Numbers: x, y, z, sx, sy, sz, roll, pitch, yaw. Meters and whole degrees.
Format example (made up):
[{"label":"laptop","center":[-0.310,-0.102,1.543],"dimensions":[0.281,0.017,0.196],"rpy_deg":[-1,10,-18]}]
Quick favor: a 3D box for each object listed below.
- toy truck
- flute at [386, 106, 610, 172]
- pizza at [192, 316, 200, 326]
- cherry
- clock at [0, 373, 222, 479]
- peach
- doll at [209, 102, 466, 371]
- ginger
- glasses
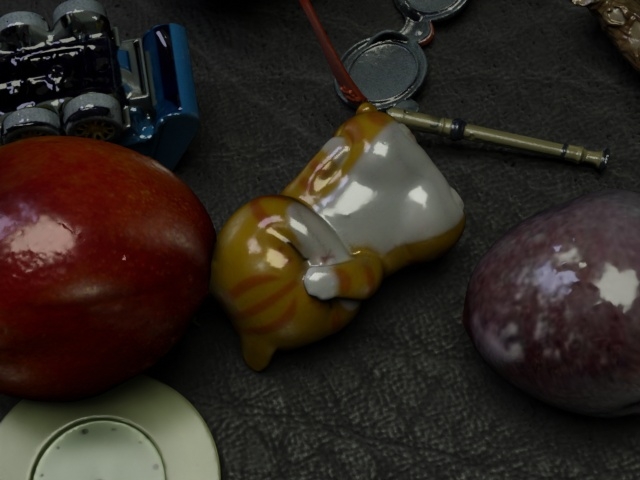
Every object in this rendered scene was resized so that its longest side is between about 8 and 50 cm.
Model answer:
[{"label":"toy truck","center":[-0.307,-0.127,1.464],"dimensions":[0.367,0.175,0.146],"rpy_deg":[-9,63,-1]},{"label":"flute","center":[0.181,-0.105,1.482],"dimensions":[0.233,0.027,0.027],"rpy_deg":[11,66,1]},{"label":"pizza","center":[-0.183,0.058,1.448],"dimensions":[0.100,0.029,0.099],"rpy_deg":[-19,64,-5]},{"label":"cherry","center":[0.260,0.057,1.335],"dimensions":[0.266,0.183,0.213],"rpy_deg":[-13,55,15]},{"label":"clock","center":[-0.210,0.235,1.371],"dimensions":[0.235,0.029,0.235],"rpy_deg":[-1,66,2]},{"label":"peach","center":[-0.235,0.022,1.325],"dimensions":[0.275,0.245,0.248],"rpy_deg":[-11,82,22]},{"label":"doll","center":[0.012,-0.008,1.396],"dimensions":[0.270,0.162,0.166],"rpy_deg":[-38,93,-19]},{"label":"ginger","center":[0.390,-0.177,1.481],"dimensions":[0.290,0.122,0.084],"rpy_deg":[41,106,17]},{"label":"glasses","center":[0.063,-0.278,1.462],"dimensions":[0.118,0.268,0.234],"rpy_deg":[23,76,28]}]
